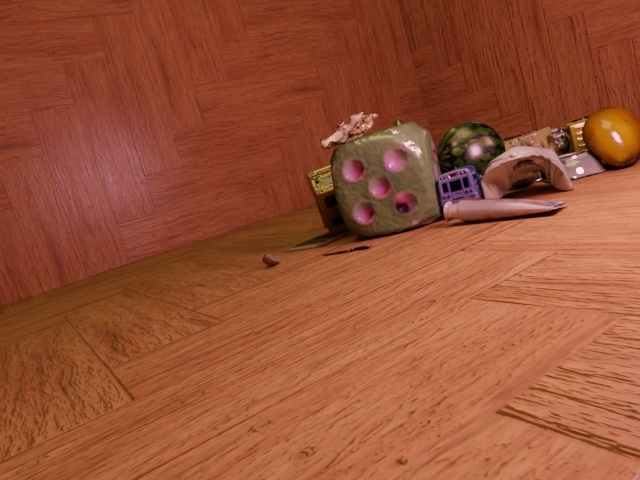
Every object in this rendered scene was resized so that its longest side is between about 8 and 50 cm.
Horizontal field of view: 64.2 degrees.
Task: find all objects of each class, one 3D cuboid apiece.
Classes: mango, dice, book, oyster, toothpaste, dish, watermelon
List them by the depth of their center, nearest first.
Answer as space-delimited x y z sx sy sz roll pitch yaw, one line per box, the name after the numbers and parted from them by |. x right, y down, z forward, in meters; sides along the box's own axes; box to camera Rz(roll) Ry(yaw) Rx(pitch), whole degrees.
0.493 -0.088 1.391 0.323 0.066 0.100 -1 11 44 | toothpaste
0.091 -0.354 1.696 0.133 0.072 0.209 -4 36 51 | oyster
0.232 -0.205 1.717 0.318 0.330 0.322 -12 7 21 | dice
0.996 -0.348 1.732 0.173 0.211 0.317 -45 0 35 | mango
0.865 -0.261 1.783 0.224 0.078 0.246 -22 10 -32 | dish
0.000 0.000 1.887 0.168 0.013 0.192 -10 9 36 | book
0.597 -0.332 2.045 0.285 0.285 0.285 -15 8 2 | watermelon

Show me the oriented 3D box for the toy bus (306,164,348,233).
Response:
0.054 -0.138 1.953 0.145 0.151 0.331 -20 -36 1 | toy bus

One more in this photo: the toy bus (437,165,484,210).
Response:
0.469 -0.177 1.693 0.125 0.133 0.292 -14 3 23 | toy bus

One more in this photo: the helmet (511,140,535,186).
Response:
0.741 -0.269 1.846 0.177 0.153 0.107 -47 44 -12 | helmet

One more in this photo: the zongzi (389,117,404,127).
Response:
0.372 -0.333 2.046 0.181 0.418 0.447 -12 0 0 | zongzi

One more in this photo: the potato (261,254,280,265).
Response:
-0.158 0.070 1.661 0.037 0.036 0.093 -50 -17 9 | potato

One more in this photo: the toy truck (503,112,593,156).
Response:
0.948 -0.383 2.091 0.405 0.180 0.254 -13 7 22 | toy truck

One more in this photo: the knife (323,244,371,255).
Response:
0.077 0.031 1.543 0.170 0.010 0.023 -12 3 34 | knife

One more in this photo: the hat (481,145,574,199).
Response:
0.660 -0.229 1.642 0.258 0.168 0.301 -10 10 28 | hat
